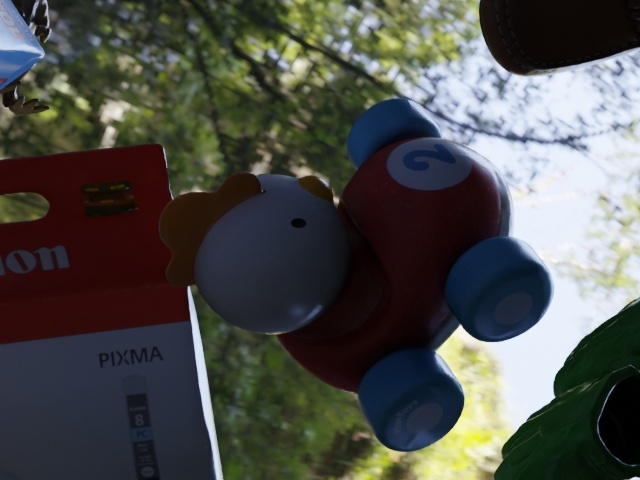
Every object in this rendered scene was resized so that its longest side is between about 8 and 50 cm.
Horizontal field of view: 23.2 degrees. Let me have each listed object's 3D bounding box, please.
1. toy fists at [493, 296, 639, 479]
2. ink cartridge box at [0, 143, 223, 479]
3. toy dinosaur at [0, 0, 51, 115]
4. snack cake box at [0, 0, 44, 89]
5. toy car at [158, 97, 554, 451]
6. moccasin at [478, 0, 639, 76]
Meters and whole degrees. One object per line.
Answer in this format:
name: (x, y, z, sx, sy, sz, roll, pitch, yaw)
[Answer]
toy fists: (0.243, 0.139, 1.301, 0.096, 0.279, 0.142, 49, -45, -5)
ink cartridge box: (-0.242, 0.119, 1.199, 0.308, 0.385, 0.091, -7, -141, -2)
toy dinosaur: (-0.243, -0.152, 1.192, 0.211, 0.064, 0.112, -30, -123, 44)
snack cake box: (-0.257, -0.173, 0.722, 0.089, 0.152, 0.264, -34, -92, 11)
toy car: (0.000, 0.000, 1.107, 0.210, 0.238, 0.219, -53, -138, 20)
moccasin: (0.294, -0.214, 1.138, 0.147, 0.380, 0.139, -147, -138, -70)
